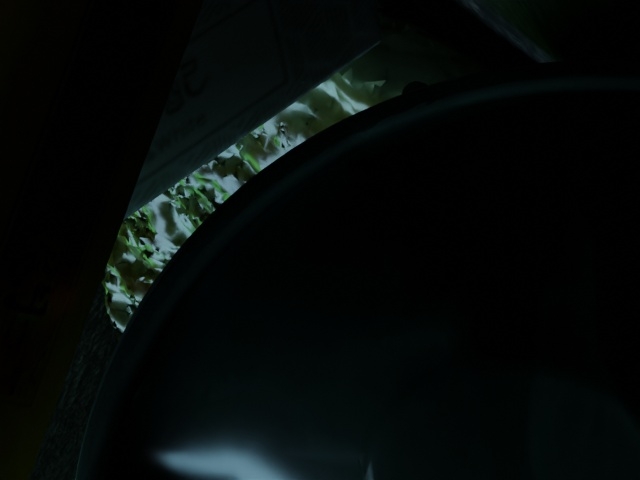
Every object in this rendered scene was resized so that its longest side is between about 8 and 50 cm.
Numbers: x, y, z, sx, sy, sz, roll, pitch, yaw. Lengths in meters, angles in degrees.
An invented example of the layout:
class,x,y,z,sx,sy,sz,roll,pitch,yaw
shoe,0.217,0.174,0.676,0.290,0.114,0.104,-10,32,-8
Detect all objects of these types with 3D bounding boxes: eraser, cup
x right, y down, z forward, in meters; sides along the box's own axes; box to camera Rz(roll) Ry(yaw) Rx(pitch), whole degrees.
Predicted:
class,x,y,z,sx,sy,sz,roll,pitch,yaw
eraser,-0.143,-0.050,0.697,0.096,0.404,0.098,24,140,39
cup,0.045,0.089,0.622,0.392,0.401,0.310,-71,-33,-82

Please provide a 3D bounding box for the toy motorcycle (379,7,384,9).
class,x,y,z,sx,sy,sz,roll,pitch,yaw
toy motorcycle,-0.034,-0.163,1.151,0.260,0.154,0.206,42,-157,-31

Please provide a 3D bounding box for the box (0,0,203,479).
class,x,y,z,sx,sy,sz,roll,pitch,yaw
box,-0.261,-0.082,0.509,0.415,0.264,0.116,18,176,17

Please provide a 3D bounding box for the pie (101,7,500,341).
class,x,y,z,sx,sy,sz,roll,pitch,yaw
pie,0.010,-0.012,1.012,0.395,0.180,0.418,14,142,17
